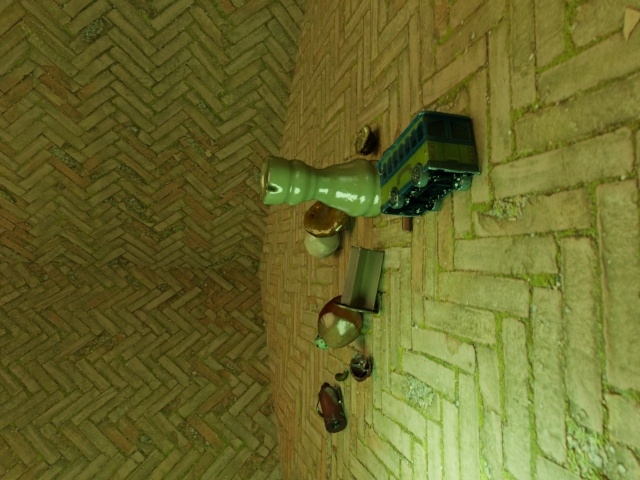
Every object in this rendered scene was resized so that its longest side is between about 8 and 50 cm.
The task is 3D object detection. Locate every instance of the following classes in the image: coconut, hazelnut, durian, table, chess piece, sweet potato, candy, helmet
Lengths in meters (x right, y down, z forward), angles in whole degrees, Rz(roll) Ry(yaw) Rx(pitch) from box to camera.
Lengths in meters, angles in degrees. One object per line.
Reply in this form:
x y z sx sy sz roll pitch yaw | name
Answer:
0.000 0.000 2.208 0.183 0.171 0.171 142 130 -62 | coconut
0.081 0.315 1.863 0.214 0.176 0.214 -63 0 0 | hazelnut
0.180 -0.372 1.811 0.110 0.071 0.140 125 158 -54 | durian
0.151 0.139 1.709 0.167 0.167 0.227 -178 100 -74 | table
0.005 -0.201 1.721 0.234 0.442 0.234 -178 90 -74 | chess piece
0.089 0.586 2.028 0.041 0.038 0.153 63 153 16 | sweet potato
0.061 0.446 2.095 0.083 0.091 0.305 65 155 -2 | candy
0.160 0.479 1.748 0.089 0.057 0.111 -35 43 14 | helmet

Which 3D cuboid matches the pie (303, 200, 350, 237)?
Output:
0.041 -0.122 2.086 0.273 0.069 0.273 -23 46 25 | pie

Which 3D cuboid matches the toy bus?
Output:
0.278 -0.194 1.285 0.312 0.152 0.190 131 138 -65 | toy bus

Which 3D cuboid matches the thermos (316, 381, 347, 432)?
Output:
0.047 0.712 2.060 0.124 0.099 0.232 -41 31 15 | thermos

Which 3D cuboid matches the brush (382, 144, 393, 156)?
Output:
0.273 -0.295 1.490 0.301 0.071 0.084 145 130 -64 | brush

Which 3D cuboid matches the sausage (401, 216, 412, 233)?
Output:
0.276 -0.094 1.493 0.030 0.035 0.147 2 -88 -73 | sausage
